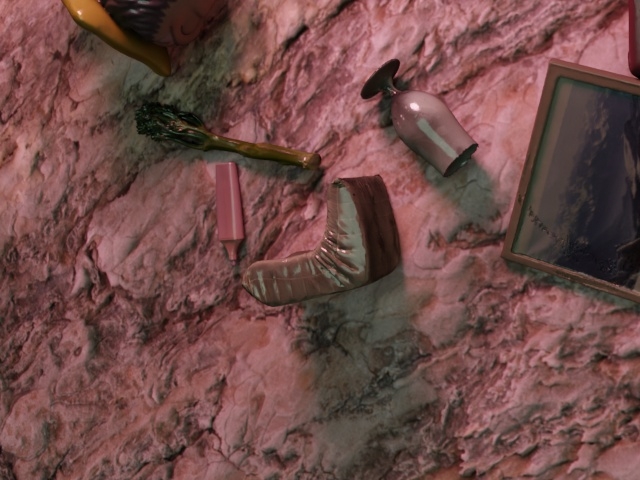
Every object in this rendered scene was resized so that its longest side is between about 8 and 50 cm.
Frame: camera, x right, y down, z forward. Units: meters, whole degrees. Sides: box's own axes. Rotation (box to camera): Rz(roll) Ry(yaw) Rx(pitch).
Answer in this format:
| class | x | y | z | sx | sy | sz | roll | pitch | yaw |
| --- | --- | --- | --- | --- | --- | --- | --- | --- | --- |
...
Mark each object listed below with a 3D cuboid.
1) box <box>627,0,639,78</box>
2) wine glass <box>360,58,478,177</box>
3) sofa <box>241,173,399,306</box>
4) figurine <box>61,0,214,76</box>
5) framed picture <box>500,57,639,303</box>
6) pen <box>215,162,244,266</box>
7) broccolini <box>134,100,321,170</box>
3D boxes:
| class | x | y | z | sx | sy | sz | roll | pitch | yaw |
| --- | --- | --- | --- | --- | --- | --- | --- | --- | --- |
| box | 0.513 | -0.348 | 1.009 | 0.167 | 0.193 | 0.294 | 1 | 96 | 32 |
| wine glass | 0.164 | -0.199 | 1.225 | 0.093 | 0.093 | 0.202 | -46 | 77 | 21 |
| sofa | 0.000 | 0.000 | 1.255 | 0.225 | 0.210 | 0.176 | -14 | 91 | 25 |
| figurine | -0.295 | -0.548 | 1.326 | 0.377 | 0.266 | 0.361 | -43 | 76 | 13 |
| framed picture | 0.417 | -0.075 | 1.093 | 0.247 | 0.022 | 0.335 | 20 | 126 | 21 |
| pen | -0.172 | -0.049 | 1.423 | 0.053 | 0.032 | 0.197 | -2 | 91 | 23 |
| broccolini | -0.185 | -0.195 | 1.388 | 0.391 | 0.074 | 0.079 | 14 | 107 | 24 |
